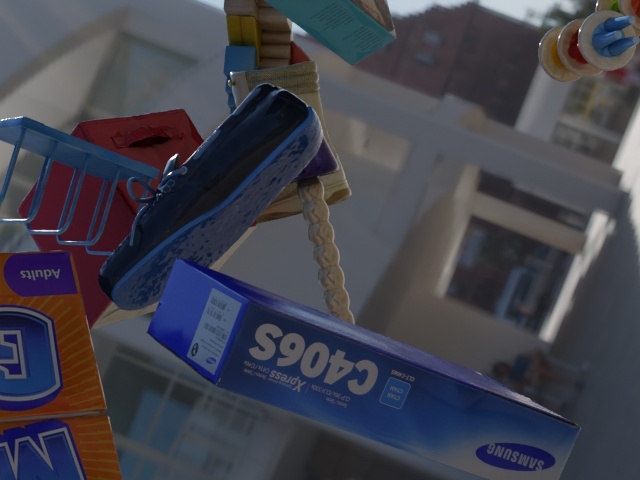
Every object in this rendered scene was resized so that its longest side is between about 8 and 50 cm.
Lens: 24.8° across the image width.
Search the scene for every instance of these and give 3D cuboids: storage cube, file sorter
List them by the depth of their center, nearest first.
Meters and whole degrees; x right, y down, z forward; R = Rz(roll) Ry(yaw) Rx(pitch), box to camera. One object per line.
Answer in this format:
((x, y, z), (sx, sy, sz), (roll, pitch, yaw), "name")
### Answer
((-0.289, -0.056, 1.597), (0.118, 0.170, 0.104), (2, 74, 55), "file sorter")
((-0.233, -0.028, 1.846), (0.183, 0.193, 0.215), (-14, -26, -47), "storage cube")

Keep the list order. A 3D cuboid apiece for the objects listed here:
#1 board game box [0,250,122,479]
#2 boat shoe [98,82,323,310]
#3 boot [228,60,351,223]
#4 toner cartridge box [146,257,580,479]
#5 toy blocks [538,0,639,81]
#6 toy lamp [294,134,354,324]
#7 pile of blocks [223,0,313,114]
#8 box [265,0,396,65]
((-0.438, 0.249, 1.462), (0.356, 0.356, 0.356), (-43, 57, 50), "board game box")
((-0.111, -0.041, 1.367), (0.258, 0.089, 0.109), (-41, -24, -14), "boat shoe")
((-0.102, -0.123, 1.943), (0.095, 0.262, 0.203), (-23, -80, -65), "boot")
((0.038, 0.120, 1.250), (0.165, 0.347, 0.075), (27, 94, 62), "toner cartridge box")
((0.268, -0.192, 1.278), (0.123, 0.054, 0.148), (-36, 7, -9), "toy blocks")
((0.000, 0.000, 1.625), (0.080, 0.080, 0.275), (-8, -95, -80), "toy lamp")
((-0.066, -0.201, 2.082), (0.149, 0.112, 0.362), (-77, -14, -47), "pile of blocks")
((-0.023, -0.273, 1.426), (0.244, 0.060, 0.101), (29, -139, -48), "box")
